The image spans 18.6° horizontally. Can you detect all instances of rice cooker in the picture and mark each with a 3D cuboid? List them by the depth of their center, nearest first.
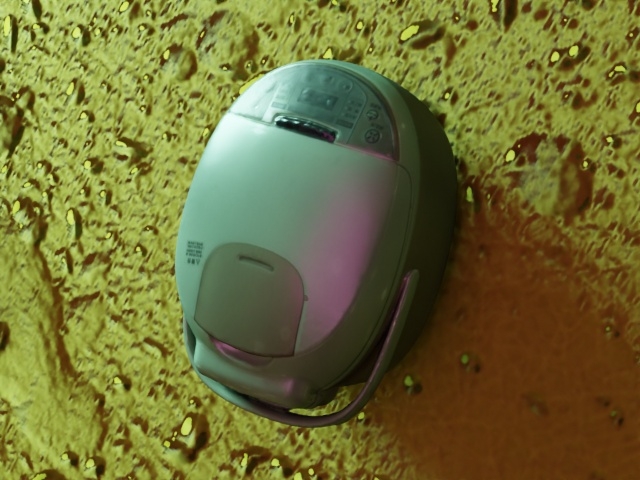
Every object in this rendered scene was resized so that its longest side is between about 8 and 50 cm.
[{"bbox_3d":[0.000,0.000,1.116,0.145,0.127,0.206,18,101,30],"label":"rice cooker"}]
